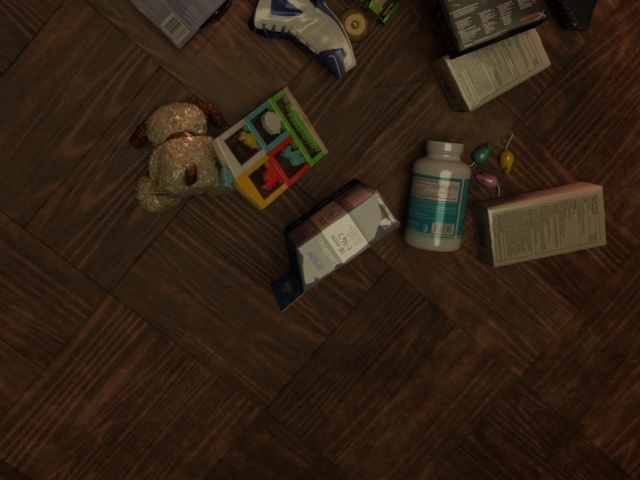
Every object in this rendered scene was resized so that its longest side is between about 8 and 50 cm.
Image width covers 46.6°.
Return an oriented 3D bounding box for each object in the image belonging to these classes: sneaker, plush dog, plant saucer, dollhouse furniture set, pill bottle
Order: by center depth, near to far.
[{"bbox_3d":[-0.320,-0.210,1.703,0.262,0.210,0.225,-17,77,-8],"label":"plush dog"},{"bbox_3d":[-0.062,-0.497,1.716,0.182,0.127,0.315,-31,98,1],"label":"sneaker"},{"bbox_3d":[0.114,-0.577,1.747,0.151,0.076,0.058,35,96,-24],"label":"dollhouse furniture set"},{"bbox_3d":[0.081,-0.516,1.782,0.083,0.015,0.083,-2,102,-10],"label":"plant saucer"},{"bbox_3d":[0.586,-0.578,1.808,0.222,0.083,0.118,2,103,-23],"label":"sneaker"},{"bbox_3d":[0.290,-0.112,1.832,0.146,0.146,0.264,5,100,-11],"label":"pill bottle"}]

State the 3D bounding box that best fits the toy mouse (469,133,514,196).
[{"bbox_3d":[0.428,-0.189,1.899,0.143,0.031,0.161,-3,102,-9],"label":"toy mouse"}]

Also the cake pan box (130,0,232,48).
[{"bbox_3d":[-0.314,-0.599,1.649,0.246,0.070,0.267,-43,105,15],"label":"cake pan box"}]

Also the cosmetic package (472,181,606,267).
[{"bbox_3d":[0.561,-0.044,1.910,0.309,0.113,0.160,-10,103,-8],"label":"cosmetic package"}]

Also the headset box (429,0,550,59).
[{"bbox_3d":[0.348,-0.584,1.651,0.218,0.110,0.293,-21,94,2],"label":"headset box"}]

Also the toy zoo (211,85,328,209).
[{"bbox_3d":[-0.126,-0.205,1.722,0.293,0.030,0.192,-45,110,-32],"label":"toy zoo"}]

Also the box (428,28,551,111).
[{"bbox_3d":[0.406,-0.430,1.798,0.232,0.127,0.149,-30,103,-3],"label":"box"}]

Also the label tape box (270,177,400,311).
[{"bbox_3d":[0.000,0.000,1.755,0.333,0.240,0.106,-36,105,-1],"label":"label tape box"}]
